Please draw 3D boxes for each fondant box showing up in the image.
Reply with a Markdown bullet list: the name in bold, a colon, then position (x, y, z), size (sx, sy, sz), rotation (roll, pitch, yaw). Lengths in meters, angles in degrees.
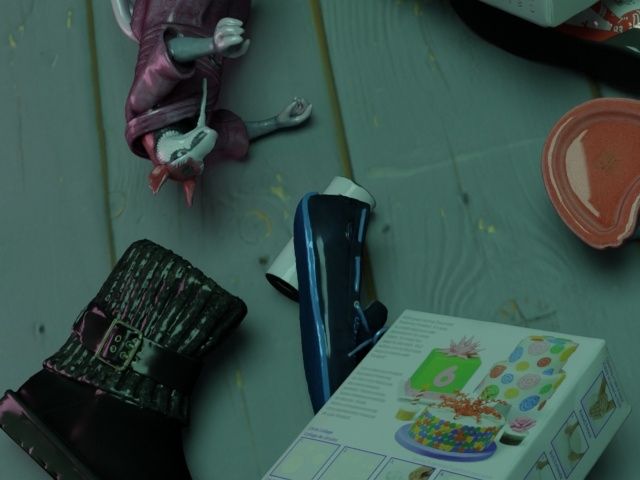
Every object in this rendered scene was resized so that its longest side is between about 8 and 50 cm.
- **fondant box**: position (0.089, 0.211, 1.369), size (0.238, 0.096, 0.330), rotation (7, 45, 44)

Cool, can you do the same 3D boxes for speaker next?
- **speaker**: position (0.000, 0.000, 1.633), size (0.055, 0.055, 0.136), rotation (26, 71, 26)

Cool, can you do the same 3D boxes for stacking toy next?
- **stacking toy**: position (0.399, -0.077, 1.526), size (0.309, 0.130, 0.279), rotation (-42, 62, 10)

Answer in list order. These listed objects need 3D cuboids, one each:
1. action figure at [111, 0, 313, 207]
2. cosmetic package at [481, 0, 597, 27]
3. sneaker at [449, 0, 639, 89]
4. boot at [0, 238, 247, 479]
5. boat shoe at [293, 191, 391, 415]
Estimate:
- **action figure**: position (-0.163, -0.205, 1.683), size (0.276, 0.248, 0.370), rotation (-1, 58, 16)
- **cosmetic package**: position (0.156, -0.398, 1.651), size (0.156, 0.217, 0.385), rotation (-32, 37, -25)
- **sneaker**: position (0.283, -0.268, 1.693), size (0.270, 0.090, 0.145), rotation (25, 64, 28)
- **boot**: position (-0.147, 0.166, 1.534), size (0.348, 0.131, 0.260), rotation (36, 75, 30)
- **boat shoe**: position (0.029, 0.073, 1.539), size (0.089, 0.109, 0.258), rotation (-1, 80, -12)
